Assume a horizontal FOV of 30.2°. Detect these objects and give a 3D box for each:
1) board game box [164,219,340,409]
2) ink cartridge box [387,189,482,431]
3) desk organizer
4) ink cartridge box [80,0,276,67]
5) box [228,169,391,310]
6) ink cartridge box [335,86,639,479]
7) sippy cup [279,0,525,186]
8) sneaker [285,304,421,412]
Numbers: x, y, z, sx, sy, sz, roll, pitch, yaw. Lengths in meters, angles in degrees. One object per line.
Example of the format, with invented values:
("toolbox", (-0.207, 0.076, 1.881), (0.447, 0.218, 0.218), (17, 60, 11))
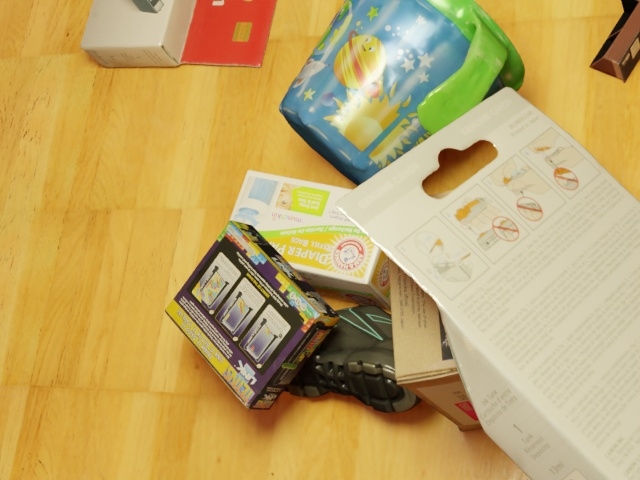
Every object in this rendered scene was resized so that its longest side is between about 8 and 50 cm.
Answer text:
("board game box", (-0.080, 0.084, 1.347), (0.170, 0.048, 0.141), (46, 108, 29))
("ink cartridge box", (0.149, 0.081, 1.256), (0.088, 0.235, 0.193), (-12, 66, 19))
("desk organizer", (0.371, -0.260, 1.416), (0.050, 0.047, 0.130), (29, 82, 31))
("ink cartridge box", (-0.181, -0.389, 1.678), (0.261, 0.066, 0.296), (4, 71, 24))
("box", (0.000, 0.000, 1.424), (0.203, 0.103, 0.114), (11, 73, 25))
("ink cartridge box", (0.225, 0.054, 1.164), (0.385, 0.091, 0.308), (45, 50, 12))
("sippy cup", (0.081, -0.183, 1.388), (0.240, 0.305, 0.224), (40, 87, 10))
("sneaker", (0.021, 0.127, 1.386), (0.267, 0.101, 0.106), (12, 44, 32))
